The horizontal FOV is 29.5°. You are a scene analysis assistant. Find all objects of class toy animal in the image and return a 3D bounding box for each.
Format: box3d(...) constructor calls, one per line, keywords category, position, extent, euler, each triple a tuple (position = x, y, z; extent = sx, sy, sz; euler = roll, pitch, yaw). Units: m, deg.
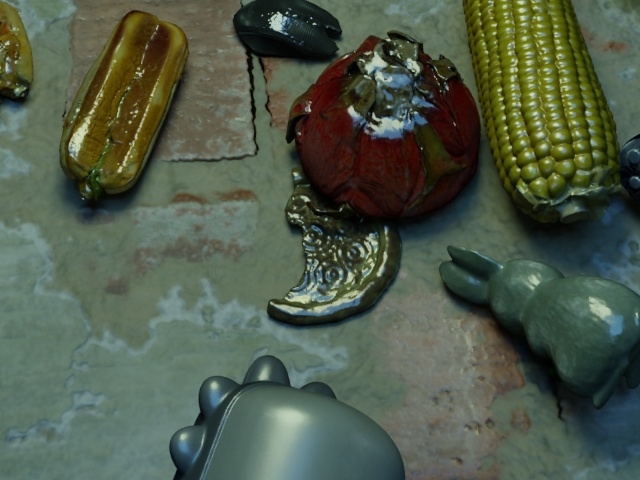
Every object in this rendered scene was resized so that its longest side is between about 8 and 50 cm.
box3d(category="toy animal", position=(0.241, 0.065, 1.254), extent=(0.108, 0.138, 0.236), euler=(-7, 41, -40))

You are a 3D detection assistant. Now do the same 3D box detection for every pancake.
box3d(category="pancake", position=(0.000, 0.000, 1.330), extent=(0.184, 0.020, 0.190), euler=(-26, 65, -14))

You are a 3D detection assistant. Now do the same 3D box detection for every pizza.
box3d(category="pizza", position=(-0.443, -0.221, 1.410), extent=(0.226, 0.069, 0.147), euler=(2, 63, -1))

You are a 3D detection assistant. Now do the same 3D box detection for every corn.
box3d(category="corn", position=(0.240, -0.186, 1.376), extent=(0.144, 0.144, 0.387), euler=(-7, 58, -6))

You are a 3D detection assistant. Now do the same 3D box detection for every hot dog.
box3d(category="hot dog", position=(-0.227, -0.150, 1.379), extent=(0.104, 0.076, 0.250), euler=(22, 65, -12))

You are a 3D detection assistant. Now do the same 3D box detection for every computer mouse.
box3d(category="computer mouse", position=(-0.039, -0.259, 1.456), extent=(0.135, 0.047, 0.079), euler=(14, 63, 3))

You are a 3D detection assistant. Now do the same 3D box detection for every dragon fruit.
box3d(category="dragon fruit", position=(0.079, -0.147, 1.329), extent=(0.224, 0.148, 0.218), euler=(-9, 57, -13))

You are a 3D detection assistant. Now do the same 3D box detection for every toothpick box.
box3d(category="toothpick box", position=(-0.051, 0.261, 1.072), extent=(0.229, 0.229, 0.316), euler=(15, 61, 6))

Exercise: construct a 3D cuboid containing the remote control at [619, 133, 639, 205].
box3d(category="remote control", position=(0.431, -0.016, 1.312), extent=(0.066, 0.090, 0.266), euler=(-30, 75, -41))
